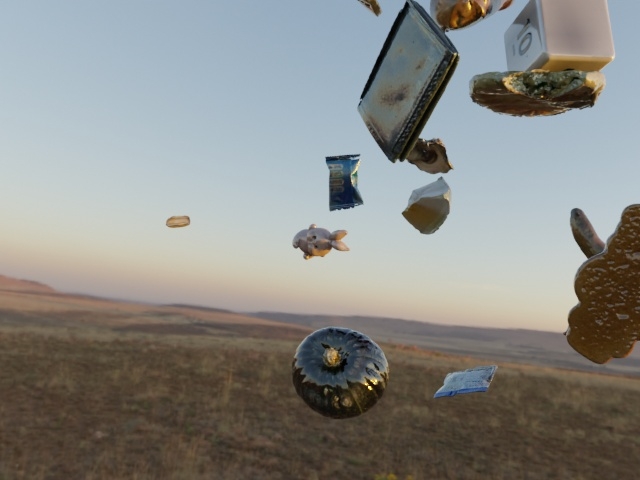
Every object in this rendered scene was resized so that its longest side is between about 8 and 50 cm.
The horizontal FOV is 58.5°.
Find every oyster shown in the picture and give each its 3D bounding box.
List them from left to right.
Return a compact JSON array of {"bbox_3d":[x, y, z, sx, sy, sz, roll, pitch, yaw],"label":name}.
[{"bbox_3d":[0.421,-0.347,2.276,0.214,0.083,0.223,6,-32,49],"label":"oyster"}]

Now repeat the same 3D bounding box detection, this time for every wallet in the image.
[{"bbox_3d":[0.214,-0.395,1.440,0.075,0.237,0.342,-10,-35,-30],"label":"wallet"}]

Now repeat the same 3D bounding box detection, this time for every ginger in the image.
[{"bbox_3d":[0.406,-0.708,1.558,0.176,0.254,0.418,-12,24,46],"label":"ginger"}]

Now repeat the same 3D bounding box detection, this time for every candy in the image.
[{"bbox_3d":[0.060,-0.142,1.401,0.088,0.136,0.038,-6,10,-5],"label":"candy"}]

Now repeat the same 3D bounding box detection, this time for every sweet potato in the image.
[{"bbox_3d":[0.713,0.035,1.457,0.075,0.273,0.075,-26,-20,-10],"label":"sweet potato"}]

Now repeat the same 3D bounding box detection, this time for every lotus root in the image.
[{"bbox_3d":[-0.489,-0.064,1.963,0.083,0.037,0.030,-7,-19,-12],"label":"lotus root"}]

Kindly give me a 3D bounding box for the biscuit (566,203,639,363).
[{"bbox_3d":[0.543,0.081,0.995,0.186,0.295,0.044,41,16,23],"label":"biscuit"}]

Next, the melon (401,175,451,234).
[{"bbox_3d":[0.272,-0.103,1.396,0.093,0.139,0.202,25,-24,-2],"label":"melon"}]

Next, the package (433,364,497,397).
[{"bbox_3d":[0.448,0.435,1.763,0.171,0.027,0.173,-16,8,32],"label":"package"}]

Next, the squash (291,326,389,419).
[{"bbox_3d":[0.037,0.257,1.132,0.193,0.155,0.193,-20,23,9],"label":"squash"}]

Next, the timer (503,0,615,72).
[{"bbox_3d":[0.615,-0.511,1.492,0.194,0.192,0.195,0,-12,-7],"label":"timer"}]

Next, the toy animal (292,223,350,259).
[{"bbox_3d":[-0.001,0.001,1.945,0.124,0.124,0.212,12,-12,-34],"label":"toy animal"}]

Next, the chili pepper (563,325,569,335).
[{"bbox_3d":[0.716,0.221,1.562,0.153,0.041,0.050,-20,26,-35],"label":"chili pepper"}]

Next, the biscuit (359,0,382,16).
[{"bbox_3d":[0.085,-0.698,1.541,0.238,0.041,0.212,45,9,-28],"label":"biscuit"}]

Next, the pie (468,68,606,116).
[{"bbox_3d":[0.532,-0.370,1.429,0.338,0.075,0.337,4,1,0],"label":"pie"}]
